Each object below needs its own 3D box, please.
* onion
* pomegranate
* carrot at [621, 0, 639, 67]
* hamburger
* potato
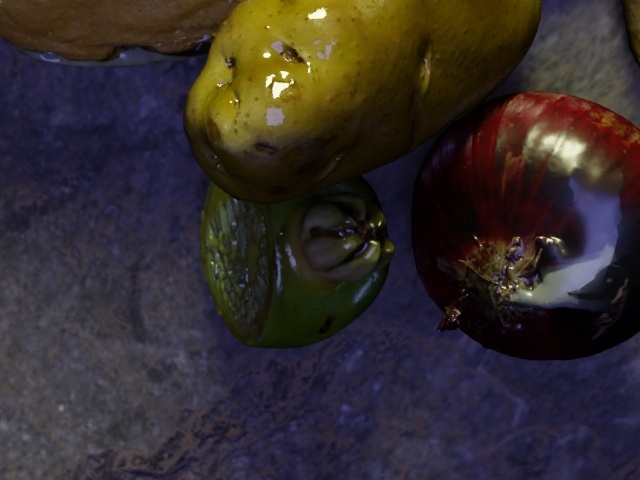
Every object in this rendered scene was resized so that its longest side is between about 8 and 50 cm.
[{"bbox_3d":[0.226,-0.024,1.044,0.273,0.285,0.273,24,132,30],"label":"onion"},{"bbox_3d":[-0.006,-0.010,1.036,0.159,0.190,0.241,-7,149,-26],"label":"pomegranate"},{"bbox_3d":[0.282,-0.298,0.990,0.070,0.070,0.342,-13,114,4],"label":"carrot"},{"bbox_3d":[-0.188,-0.267,0.894,0.318,0.158,0.318,11,152,6],"label":"hamburger"},{"bbox_3d":[0.044,-0.150,0.913,0.369,0.176,0.195,-25,117,-35],"label":"potato"}]
